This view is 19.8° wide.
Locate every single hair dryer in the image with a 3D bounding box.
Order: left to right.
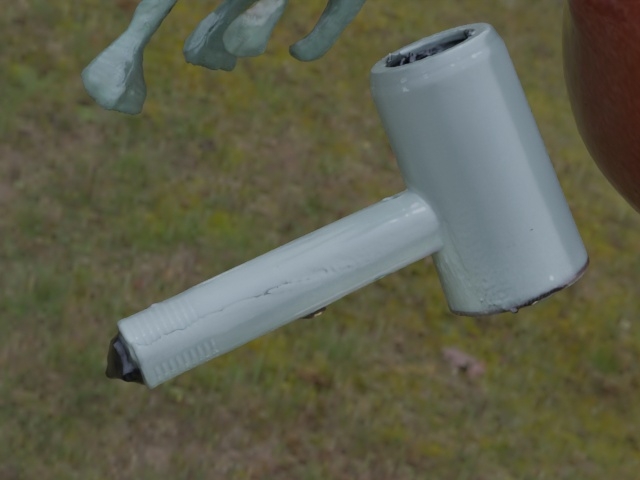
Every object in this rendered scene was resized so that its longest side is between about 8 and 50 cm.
[{"bbox_3d":[0.000,0.000,0.870,0.236,0.131,0.073,-25,14,-9],"label":"hair dryer"}]

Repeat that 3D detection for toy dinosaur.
[{"bbox_3d":[-0.034,-0.164,0.934,0.092,0.205,0.393,28,26,-21],"label":"toy dinosaur"}]

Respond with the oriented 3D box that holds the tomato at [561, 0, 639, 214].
[{"bbox_3d":[0.281,-0.117,0.985,0.322,0.321,0.321,11,36,-8],"label":"tomato"}]
